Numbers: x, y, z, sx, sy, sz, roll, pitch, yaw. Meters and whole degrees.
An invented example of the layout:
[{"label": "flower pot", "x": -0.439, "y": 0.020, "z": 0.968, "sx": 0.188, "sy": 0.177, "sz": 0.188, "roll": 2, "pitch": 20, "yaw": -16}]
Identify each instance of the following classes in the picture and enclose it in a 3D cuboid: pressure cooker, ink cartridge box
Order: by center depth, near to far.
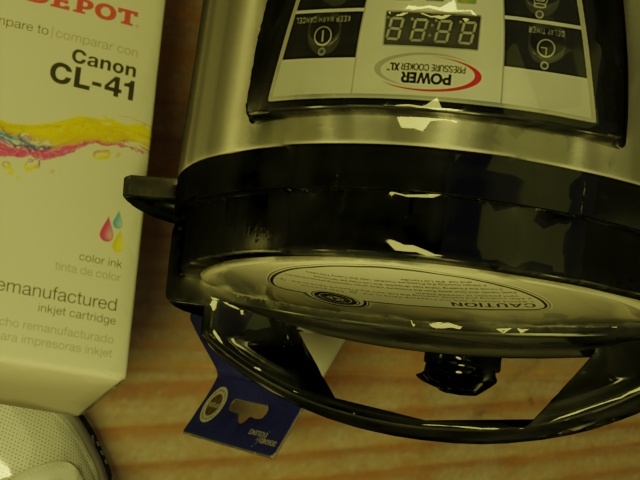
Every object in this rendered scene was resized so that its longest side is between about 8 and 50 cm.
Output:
[{"label": "pressure cooker", "x": 0.098, "y": -0.078, "z": 0.951, "sx": 0.376, "sy": 0.370, "sz": 0.420, "roll": 14, "pitch": 78, "yaw": -30}, {"label": "ink cartridge box", "x": -0.243, "y": -0.047, "z": 1.036, "sx": 0.226, "sy": 0.131, "sz": 0.306, "roll": 11, "pitch": 70, "yaw": -20}, {"label": "ink cartridge box", "x": 0.000, "y": 0.000, "z": 1.198, "sx": 0.069, "sy": 0.176, "sz": 0.371, "roll": 37, "pitch": 73, "yaw": -23}]

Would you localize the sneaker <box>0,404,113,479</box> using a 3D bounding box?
[{"label": "sneaker", "x": -0.175, "y": 0.259, "z": 1.082, "sx": 0.137, "sy": 0.210, "sz": 0.365, "roll": -19, "pitch": 99, "yaw": -28}]
